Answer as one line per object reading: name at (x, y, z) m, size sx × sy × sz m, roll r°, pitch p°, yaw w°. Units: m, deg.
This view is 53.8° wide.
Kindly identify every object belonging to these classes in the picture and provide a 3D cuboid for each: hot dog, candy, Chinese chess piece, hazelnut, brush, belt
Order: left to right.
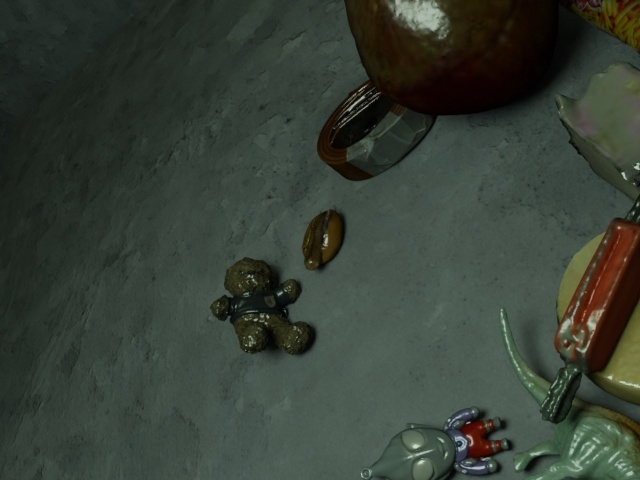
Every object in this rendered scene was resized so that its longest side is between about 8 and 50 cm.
hot dog at (-0.001, 0.000, 1.290) m, size 0.090 × 0.060 × 0.140 m, roll 3°, pitch 69°, yaw 47°
belt at (0.116, -0.239, 1.310) m, size 0.261 × 0.105 × 0.184 m, roll -34°, pitch 48°, yaw 19°
hazelnut at (0.233, -0.418, 1.107) m, size 0.353 × 0.420 × 0.421 m, roll -52°, pitch 36°, yaw 38°
brush at (0.348, 0.078, 0.783) m, size 0.051 × 0.070 × 0.323 m, roll 22°, pitch 82°, yaw 50°
candy at (0.456, -0.139, 0.889) m, size 0.137 × 0.185 × 0.195 m, roll -45°, pitch 43°, yaw 16°
Chinese chess piece at (0.438, 0.092, 0.816) m, size 0.250 × 0.097 × 0.251 m, roll -22°, pitch 52°, yaw 30°

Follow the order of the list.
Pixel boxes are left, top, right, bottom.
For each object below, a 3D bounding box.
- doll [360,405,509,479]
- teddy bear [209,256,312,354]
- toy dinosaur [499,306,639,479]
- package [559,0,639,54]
doll at (0.163, 0.316, 0.931) m, size 0.227 × 0.075 × 0.102 m, roll -20°, pitch 61°, yaw 16°
teddy bear at (-0.128, 0.145, 1.264) m, size 0.251 × 0.182 × 0.129 m, roll -113°, pitch 32°, yaw -42°
toy dinosaur at (0.321, 0.261, 0.812) m, size 0.205 × 0.092 × 0.393 m, roll -32°, pitch 45°, yaw 23°
package at (0.564, -0.393, 1.020) m, size 0.223 × 0.108 × 0.288 m, roll -39°, pitch 54°, yaw 8°
